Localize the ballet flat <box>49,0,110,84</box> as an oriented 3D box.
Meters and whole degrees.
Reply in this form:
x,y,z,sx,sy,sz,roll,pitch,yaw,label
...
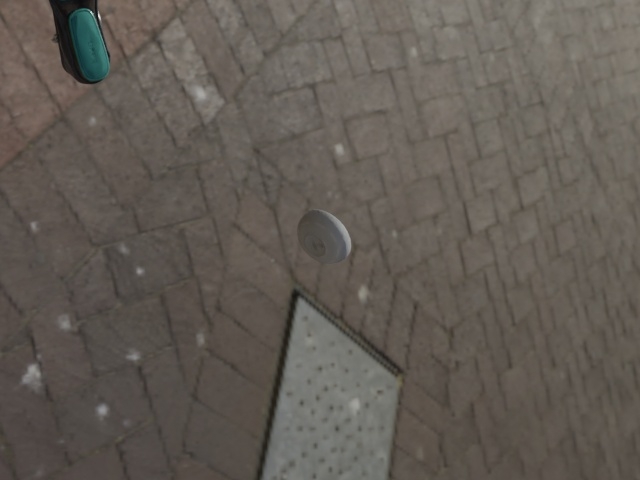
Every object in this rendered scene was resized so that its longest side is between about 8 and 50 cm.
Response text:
x,y,z,sx,sy,sz,roll,pitch,yaw,label
-0.303,-0.291,1.264,0.074,0.074,0.203,-38,128,-54,ballet flat

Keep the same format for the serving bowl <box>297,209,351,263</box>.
x,y,z,sx,sy,sz,roll,pitch,yaw,label
0.000,0.000,1.418,0.027,0.083,0.083,-45,117,-41,serving bowl
